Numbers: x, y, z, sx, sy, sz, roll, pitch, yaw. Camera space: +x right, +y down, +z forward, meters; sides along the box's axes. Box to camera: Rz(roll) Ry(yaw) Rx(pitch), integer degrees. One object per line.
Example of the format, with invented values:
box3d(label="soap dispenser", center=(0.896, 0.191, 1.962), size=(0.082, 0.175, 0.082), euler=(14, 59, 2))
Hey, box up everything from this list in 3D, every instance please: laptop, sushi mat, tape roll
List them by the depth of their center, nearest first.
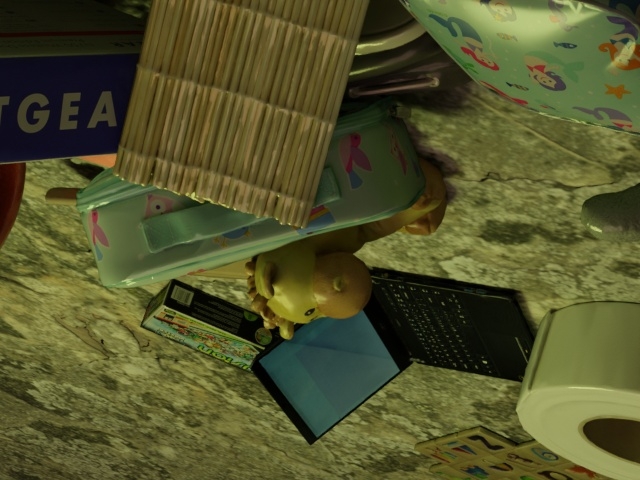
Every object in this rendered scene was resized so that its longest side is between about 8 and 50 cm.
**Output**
box3d(label="sushi mat", center=(-0.045, -0.160, 1.336), size=(0.151, 0.019, 0.316), euler=(13, 117, -5))
box3d(label="tape roll", center=(0.350, 0.170, 1.959), size=(0.286, 0.100, 0.286), euler=(16, 158, 7))
box3d(label="laptop", center=(0.094, 0.144, 2.051), size=(0.264, 0.136, 0.234), euler=(9, 157, 22))

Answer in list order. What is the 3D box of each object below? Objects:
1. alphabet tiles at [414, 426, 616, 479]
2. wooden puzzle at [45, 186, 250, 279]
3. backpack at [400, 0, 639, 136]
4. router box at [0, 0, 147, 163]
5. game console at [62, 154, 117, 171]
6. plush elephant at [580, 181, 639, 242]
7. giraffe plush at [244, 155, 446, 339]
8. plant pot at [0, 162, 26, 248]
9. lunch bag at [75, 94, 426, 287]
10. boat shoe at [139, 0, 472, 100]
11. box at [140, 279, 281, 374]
box3d(label="alphabet tiles", center=(0.306, 0.326, 2.474), size=(0.343, 0.011, 0.285), euler=(26, 156, -18))
box3d(label="wooden puzzle", center=(-0.137, -0.012, 1.971), size=(0.239, 0.044, 0.221), euler=(28, 164, -39))
box3d(label="backpack", center=(0.182, -0.175, 1.188), size=(0.225, 0.191, 0.253), euler=(15, 169, 38))
box3d(label="router box", center=(-0.299, -0.141, 1.432), size=(0.301, 0.082, 0.335), euler=(25, -158, 40))
box3d(label="game console", center=(-0.209, -0.109, 1.864), size=(0.144, 0.085, 0.124), euler=(16, 127, 5))
box3d(label="plush elephant", center=(0.317, -0.033, 1.347), size=(0.255, 0.330, 0.272), euler=(31, 153, 33))
box3d(label="giraffe plush", center=(0.000, 0.000, 1.743), size=(0.210, 0.170, 0.181), euler=(-2, 150, 41))
box3d(label="plant pot", center=(-0.479, -0.080, 1.849), size=(0.265, 0.272, 0.272), euler=(8, 156, 44))
box3d(label="lunch bag", center=(-0.052, -0.045, 1.557), size=(0.279, 0.107, 0.224), euler=(-17, -178, 11))
box3d(label="boat shoe", center=(-0.020, -0.145, 1.504), size=(0.335, 0.112, 0.095), euler=(-4, 144, 37))
box3d(label="box", center=(-0.105, 0.116, 2.274), size=(0.207, 0.036, 0.114), euler=(23, 158, -11))
